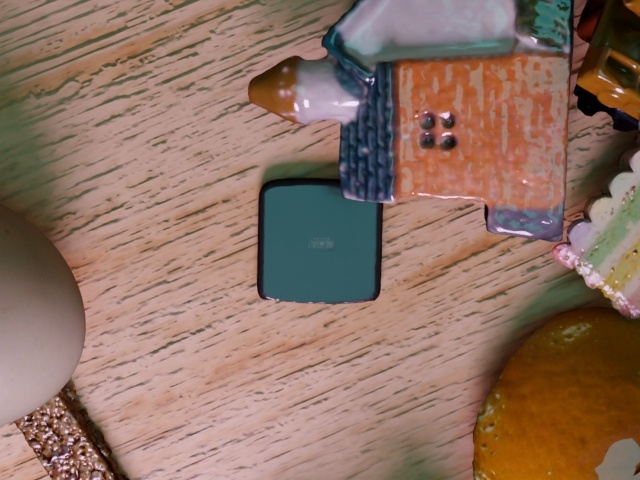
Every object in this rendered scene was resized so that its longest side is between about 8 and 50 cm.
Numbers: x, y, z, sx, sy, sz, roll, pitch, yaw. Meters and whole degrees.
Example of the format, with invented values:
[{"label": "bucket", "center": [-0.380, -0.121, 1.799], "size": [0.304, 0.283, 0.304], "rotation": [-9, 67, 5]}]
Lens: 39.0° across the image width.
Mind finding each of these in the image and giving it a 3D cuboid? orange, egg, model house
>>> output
[{"label": "orange", "center": [0.322, 0.221, 0.910], "size": [0.335, 0.196, 0.262], "rotation": [37, 79, -3]}, {"label": "egg", "center": [-0.337, 0.059, 0.773], "size": [0.269, 0.219, 0.219], "rotation": [19, 95, -6]}, {"label": "model house", "center": [0.089, -0.146, 0.839], "size": [0.301, 0.190, 0.271], "rotation": [1, 102, 9]}]

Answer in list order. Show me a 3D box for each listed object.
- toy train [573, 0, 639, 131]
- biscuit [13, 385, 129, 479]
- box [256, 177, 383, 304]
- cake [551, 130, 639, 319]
[{"label": "toy train", "center": [0.333, -0.249, 0.783], "size": [0.163, 0.232, 0.369], "rotation": [26, 80, -12]}, {"label": "biscuit", "center": [-0.233, 0.236, 0.903], "size": [0.064, 0.034, 0.199], "rotation": [-28, 101, -2]}, {"label": "box", "center": [0.000, 0.000, 0.904], "size": [0.126, 0.027, 0.125], "rotation": [1, 95, -6]}, {"label": "cake", "center": [0.335, -0.041, 0.881], "size": [0.109, 0.090, 0.225], "rotation": [37, 84, 3]}]
